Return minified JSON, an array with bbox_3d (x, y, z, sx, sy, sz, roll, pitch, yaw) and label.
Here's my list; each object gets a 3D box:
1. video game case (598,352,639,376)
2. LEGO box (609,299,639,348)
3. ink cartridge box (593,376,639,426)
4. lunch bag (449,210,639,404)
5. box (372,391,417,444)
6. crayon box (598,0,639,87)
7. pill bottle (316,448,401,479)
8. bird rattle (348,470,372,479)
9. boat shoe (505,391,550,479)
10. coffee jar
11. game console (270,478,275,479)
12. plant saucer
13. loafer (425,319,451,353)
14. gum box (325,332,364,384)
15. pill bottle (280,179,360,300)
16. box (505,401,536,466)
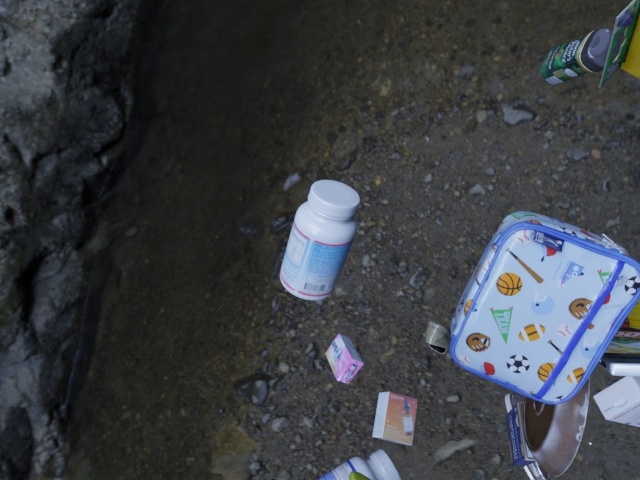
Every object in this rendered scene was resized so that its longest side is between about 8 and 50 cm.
[{"bbox_3d":[0.662,0.237,0.888,0.227,0.206,0.026,-4,82,23],"label":"video game case"},{"bbox_3d":[0.918,0.225,1.434,0.372,0.501,0.192,135,144,-65],"label":"LEGO box"},{"bbox_3d":[0.998,0.507,1.476,0.148,0.203,0.085,-55,27,34],"label":"ink cartridge box"},{"bbox_3d":[0.370,0.110,0.781,0.243,0.115,0.303,24,112,10],"label":"lunch bag"},{"bbox_3d":[0.289,0.686,1.815,0.091,0.130,0.170,133,152,-63],"label":"box"},{"bbox_3d":[0.637,-0.412,0.793,0.323,0.203,0.083,-45,62,5],"label":"crayon box"},{"bbox_3d":[0.080,0.686,1.267,0.272,0.152,0.152,-26,54,-14],"label":"pill bottle"},{"bbox_3d":[0.081,0.353,0.455,0.254,0.207,0.142,2,94,52],"label":"bird rattle"},{"bbox_3d":[0.745,0.683,1.652,0.097,0.117,0.324,-34,35,30],"label":"boat shoe"},{"bbox_3d":[0.648,-0.458,1.178,0.096,0.079,0.184,-63,14,0],"label":"coffee jar"},{"bbox_3d":[-0.027,0.324,0.501,0.071,0.107,0.122,-32,51,35],"label":"game console"},{"bbox_3d":[0.499,0.340,1.021,0.050,0.310,0.310,12,75,13],"label":"plant saucer"},{"bbox_3d":[0.258,0.214,0.991,0.056,0.148,0.050,24,77,50],"label":"loafer"},{"bbox_3d":[0.093,0.467,1.850,0.107,0.062,0.188,-58,23,11],"label":"gum box"},{"bbox_3d":[0.000,0.000,0.655,0.087,0.087,0.160,48,135,35],"label":"pill bottle"},{"bbox_3d":[0.533,0.527,1.259,0.037,0.225,0.136,-3,59,11],"label":"box"}]
